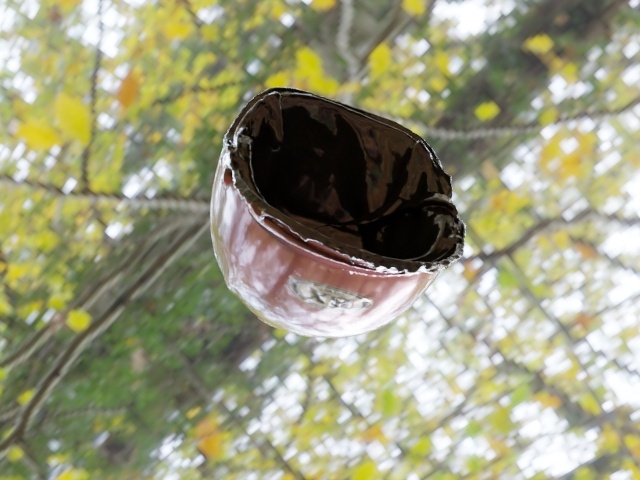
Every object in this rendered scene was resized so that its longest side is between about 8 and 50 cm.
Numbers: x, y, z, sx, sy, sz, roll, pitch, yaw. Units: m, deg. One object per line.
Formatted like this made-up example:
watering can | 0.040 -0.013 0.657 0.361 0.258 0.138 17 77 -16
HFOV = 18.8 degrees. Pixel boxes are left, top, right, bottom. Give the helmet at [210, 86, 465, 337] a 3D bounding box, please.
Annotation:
helmet | 0.000 0.002 0.490 0.065 0.049 0.084 20 -152 -9
